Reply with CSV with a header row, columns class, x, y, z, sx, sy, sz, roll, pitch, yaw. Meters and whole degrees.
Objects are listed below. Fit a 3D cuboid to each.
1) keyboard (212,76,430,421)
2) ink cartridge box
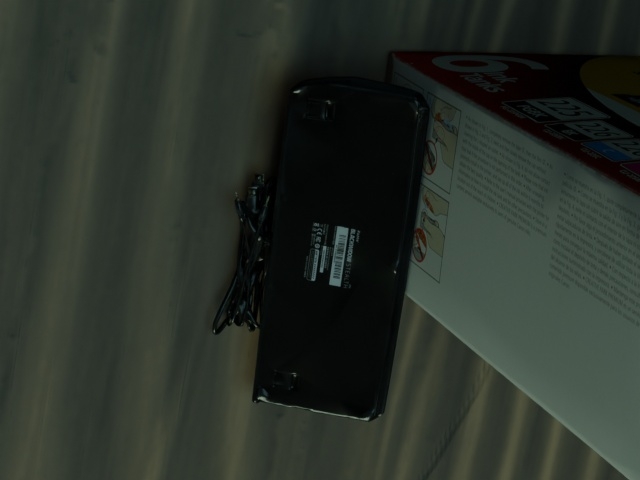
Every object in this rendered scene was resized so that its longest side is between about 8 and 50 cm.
class,x,y,z,sx,sy,sz,roll,pitch,yaw
keyboard,0.000,0.000,0.983,0.100,0.038,0.192,11,112,6
ink cartridge box,0.210,0.000,0.927,0.271,0.309,0.130,-2,109,-23
